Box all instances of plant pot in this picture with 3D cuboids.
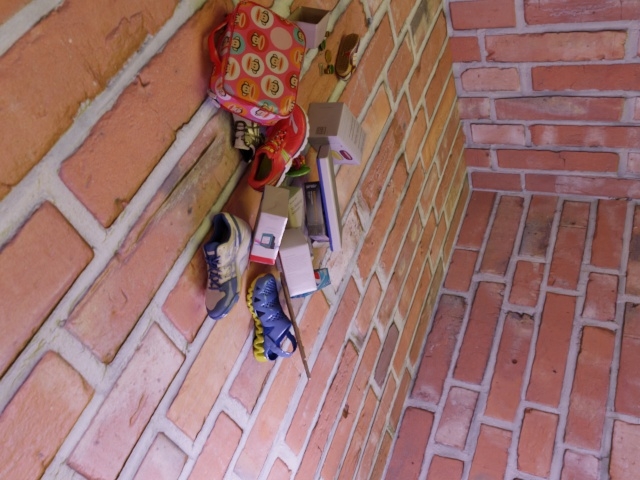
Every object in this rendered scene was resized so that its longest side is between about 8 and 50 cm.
[{"bbox_3d":[-0.037,-0.687,1.864,0.096,0.109,0.109,87,26,-46],"label":"plant pot"}]

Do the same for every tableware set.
[{"bbox_3d":[0.024,-0.674,2.069,0.104,0.024,0.154,-41,131,-54],"label":"tableware set"}]

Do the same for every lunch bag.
[{"bbox_3d":[-0.181,-0.476,1.530,0.258,0.120,0.294,18,75,-30],"label":"lunch bag"}]

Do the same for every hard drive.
[{"bbox_3d":[0.034,-0.149,1.959,0.210,0.040,0.319,-81,163,-68],"label":"hard drive"}]

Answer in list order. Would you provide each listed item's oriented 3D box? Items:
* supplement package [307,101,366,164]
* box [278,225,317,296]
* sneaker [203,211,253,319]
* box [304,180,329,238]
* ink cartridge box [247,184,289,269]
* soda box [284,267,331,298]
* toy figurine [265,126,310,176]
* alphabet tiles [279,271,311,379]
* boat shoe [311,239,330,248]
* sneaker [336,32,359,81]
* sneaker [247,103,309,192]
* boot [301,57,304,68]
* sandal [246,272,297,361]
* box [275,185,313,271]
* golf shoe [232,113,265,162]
[{"bbox_3d":[0.058,-0.382,2.079,0.244,0.138,0.134,35,63,-60],"label":"supplement package"},{"bbox_3d":[-0.080,0.064,1.793,0.130,0.090,0.171,-115,-168,-61],"label":"box"},{"bbox_3d":[-0.280,0.065,1.569,0.131,0.111,0.297,38,54,-51],"label":"sneaker"},{"bbox_3d":[-0.006,-0.094,1.989,0.231,0.056,0.183,40,44,-80],"label":"box"},{"bbox_3d":[-0.154,-0.028,1.668,0.134,0.077,0.231,-90,-165,-48],"label":"ink cartridge box"},{"bbox_3d":[-0.042,0.152,2.066,0.210,0.071,0.067,-20,98,-61],"label":"soda box"},{"bbox_3d":[-0.110,-0.286,1.751,0.130,0.173,0.159,-26,116,-27],"label":"toy figurine"},{"bbox_3d":[-0.082,0.281,1.850,0.285,0.011,0.343,97,-23,-75],"label":"alphabet tiles"},{"bbox_3d":[0.000,0.000,2.164,0.043,0.049,0.137,58,24,17],"label":"boat shoe"},{"bbox_3d":[0.108,-0.699,2.195,0.084,0.069,0.186,49,59,-67],"label":"sneaker"},{"bbox_3d":[-0.123,-0.262,1.645,0.279,0.107,0.118,-66,160,11],"label":"sneaker"},{"bbox_3d":[-0.134,-0.550,1.718,0.178,0.085,0.237,41,61,-56],"label":"boot"},{"bbox_3d":[-0.145,0.251,1.827,0.126,0.138,0.318,-35,125,-49],"label":"sandal"},{"bbox_3d":[-0.102,-0.034,1.891,0.113,0.094,0.275,-51,140,-49],"label":"box"},{"bbox_3d":[-0.213,-0.309,1.625,0.094,0.077,0.198,-62,145,-36],"label":"golf shoe"}]
